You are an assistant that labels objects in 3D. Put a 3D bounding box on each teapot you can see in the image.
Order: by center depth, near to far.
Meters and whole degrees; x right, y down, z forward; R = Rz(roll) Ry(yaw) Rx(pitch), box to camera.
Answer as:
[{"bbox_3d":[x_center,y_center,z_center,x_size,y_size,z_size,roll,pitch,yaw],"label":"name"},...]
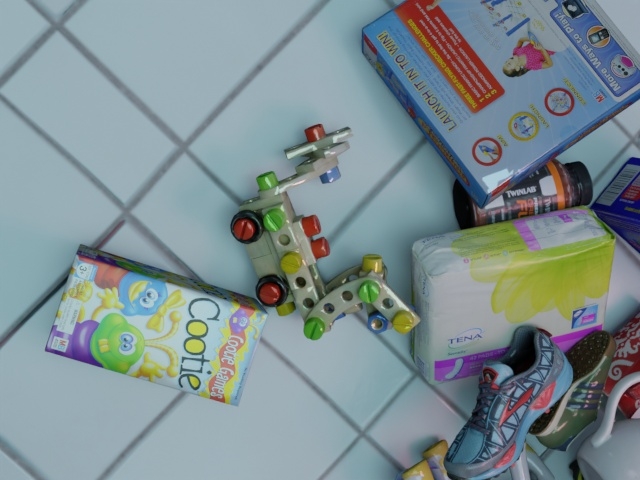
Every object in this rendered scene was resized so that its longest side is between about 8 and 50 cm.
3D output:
[{"bbox_3d":[0.506,0.349,1.600,0.187,0.256,0.252,-32,57,-3],"label":"teapot"}]

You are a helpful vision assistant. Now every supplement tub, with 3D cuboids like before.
[{"bbox_3d":[0.307,-0.067,1.663,0.197,0.106,0.106,-13,97,-9],"label":"supplement tub"}]

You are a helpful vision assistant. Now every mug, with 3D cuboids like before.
[{"bbox_3d":[0.501,0.194,1.707,0.169,0.150,0.113,-44,124,-9],"label":"mug"}]

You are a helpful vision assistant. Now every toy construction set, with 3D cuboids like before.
[{"bbox_3d":[0.000,0.000,1.589,0.215,0.151,0.328,-16,90,16],"label":"toy construction set"}]

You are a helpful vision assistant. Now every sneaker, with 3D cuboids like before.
[{"bbox_3d":[0.248,0.226,1.570,0.262,0.104,0.125,-47,121,-26],"label":"sneaker"},{"bbox_3d":[0.387,0.231,1.644,0.192,0.064,0.086,-51,121,-10],"label":"sneaker"},{"bbox_3d":[0.420,0.381,1.742,0.035,0.083,0.031,-37,127,22],"label":"sneaker"}]

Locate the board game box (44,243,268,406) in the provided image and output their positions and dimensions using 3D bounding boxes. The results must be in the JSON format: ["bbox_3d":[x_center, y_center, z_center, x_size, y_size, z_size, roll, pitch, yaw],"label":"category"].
[{"bbox_3d":[-0.231,0.118,1.560,0.275,0.142,0.144,18,92,-11],"label":"board game box"}]

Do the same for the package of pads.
[{"bbox_3d":[0.280,0.079,1.629,0.296,0.101,0.229,-12,128,-10],"label":"package of pads"}]

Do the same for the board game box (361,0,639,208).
[{"bbox_3d":[0.268,-0.256,1.599,0.302,0.086,0.308,-34,79,-6],"label":"board game box"}]

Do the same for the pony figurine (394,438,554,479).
[{"bbox_3d":[0.266,0.468,1.643,0.351,0.303,0.363,-30,84,-15],"label":"pony figurine"}]

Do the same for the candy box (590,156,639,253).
[{"bbox_3d":[0.595,0.023,1.642,0.317,0.268,0.122,41,91,-12],"label":"candy box"}]
